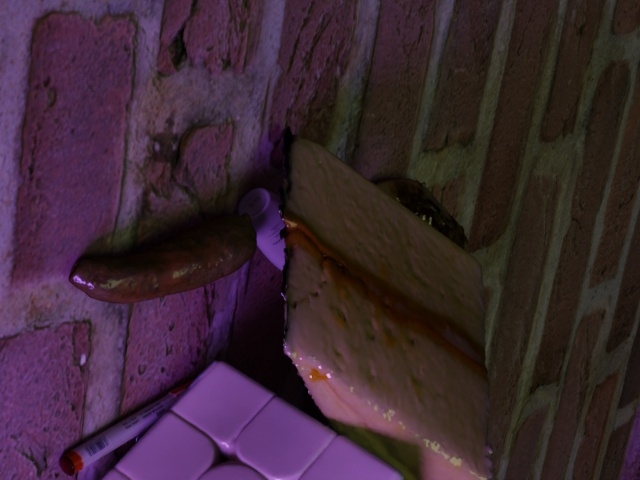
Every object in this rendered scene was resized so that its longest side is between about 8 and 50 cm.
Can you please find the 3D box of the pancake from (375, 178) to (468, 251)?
[{"bbox_3d":[0.138,0.031,1.891,0.266,0.057,0.244,-5,93,-54],"label":"pancake"}]

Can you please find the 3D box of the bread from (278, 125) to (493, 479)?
[{"bbox_3d":[0.042,0.128,1.617,0.242,0.405,0.346,-46,-158,46],"label":"bread"}]

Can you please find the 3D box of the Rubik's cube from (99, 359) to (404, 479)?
[{"bbox_3d":[-0.087,0.376,1.538,0.291,0.291,0.290,-47,149,-28],"label":"Rubik's cube"}]

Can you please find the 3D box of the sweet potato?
[{"bbox_3d":[-0.169,0.026,1.453,0.273,0.075,0.075,-20,124,-47],"label":"sweet potato"}]

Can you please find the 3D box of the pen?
[{"bbox_3d":[-0.212,0.214,1.527,0.239,0.028,0.028,-27,129,-48],"label":"pen"}]

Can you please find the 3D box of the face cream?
[{"bbox_3d":[-0.043,-0.005,1.636,0.072,0.051,0.182,-48,143,-4],"label":"face cream"}]
